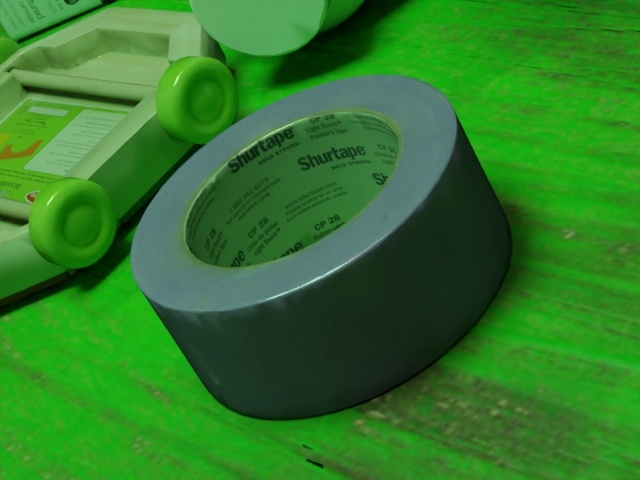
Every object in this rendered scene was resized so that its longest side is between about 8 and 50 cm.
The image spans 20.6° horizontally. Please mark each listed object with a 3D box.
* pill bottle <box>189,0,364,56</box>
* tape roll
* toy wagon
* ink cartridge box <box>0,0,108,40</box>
[{"bbox_3d":[-0.021,-0.237,1.223,0.146,0.146,0.264,-15,35,22],"label":"pill bottle"},{"bbox_3d":[0.000,0.000,0.934,0.189,0.080,0.189,-21,33,15],"label":"tape roll"},{"bbox_3d":[-0.217,-0.036,1.173,0.267,0.068,0.344,12,51,48],"label":"toy wagon"},{"bbox_3d":[-0.189,-0.272,1.405,0.203,0.148,0.086,-21,32,14],"label":"ink cartridge box"}]
